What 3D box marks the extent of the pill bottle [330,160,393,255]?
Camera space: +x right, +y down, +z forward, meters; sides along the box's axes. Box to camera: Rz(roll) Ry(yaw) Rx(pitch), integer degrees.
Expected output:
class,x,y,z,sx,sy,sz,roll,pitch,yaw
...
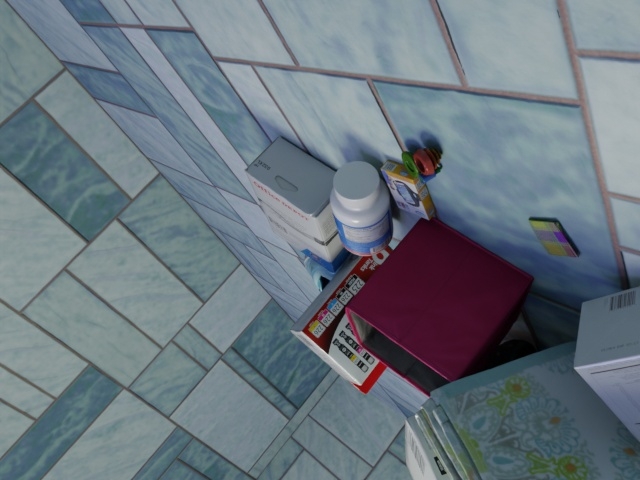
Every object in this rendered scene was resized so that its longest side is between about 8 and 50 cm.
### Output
class,x,y,z,sx,sy,sz,roll,pitch,yaw
pill bottle,0.086,-0.067,1.239,0.124,0.124,0.221,34,162,24

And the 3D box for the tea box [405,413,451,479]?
class,x,y,z,sx,sy,sz,roll,pitch,yaw
tea box,0.365,0.461,1.088,0.220,0.323,0.329,82,168,-45

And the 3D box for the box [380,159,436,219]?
class,x,y,z,sx,sy,sz,roll,pitch,yaw
box,0.172,-0.091,1.147,0.081,0.028,0.136,27,158,41

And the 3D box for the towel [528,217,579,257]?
class,x,y,z,sx,sy,sz,roll,pitch,yaw
towel,0.369,-0.003,0.945,0.083,0.009,0.060,48,164,-23

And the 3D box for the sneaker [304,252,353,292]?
class,x,y,z,sx,sy,sz,roll,pitch,yaw
sneaker,0.014,0.100,1.760,0.135,0.150,0.366,10,164,-2

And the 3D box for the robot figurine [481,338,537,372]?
class,x,y,z,sx,sy,sz,roll,pitch,yaw
robot figurine,0.398,0.309,1.374,0.278,0.174,0.209,-7,139,45

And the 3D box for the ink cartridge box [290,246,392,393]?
class,x,y,z,sx,sy,sz,roll,pitch,yaw
ink cartridge box,0.130,0.200,1.520,0.272,0.309,0.130,42,165,-8

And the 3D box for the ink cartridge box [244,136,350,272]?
class,x,y,z,sx,sy,sz,roll,pitch,yaw
ink cartridge box,-0.034,-0.081,1.478,0.223,0.129,0.307,35,164,23

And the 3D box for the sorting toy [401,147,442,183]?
class,x,y,z,sx,sy,sz,roll,pitch,yaw
sorting toy,0.178,-0.133,1.009,0.061,0.042,0.102,61,173,-12

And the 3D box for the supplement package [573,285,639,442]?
class,x,y,z,sx,sy,sz,roll,pitch,yaw
supplement package,0.502,0.198,0.866,0.244,0.134,0.139,46,137,-17

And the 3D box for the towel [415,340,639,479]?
class,x,y,z,sx,sy,sz,roll,pitch,yaw
towel,0.384,0.340,0.965,0.090,0.374,0.321,91,158,-45

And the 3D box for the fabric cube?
class,x,y,z,sx,sy,sz,roll,pitch,yaw
fabric cube,0.239,0.151,1.221,0.259,0.258,0.254,34,164,24
